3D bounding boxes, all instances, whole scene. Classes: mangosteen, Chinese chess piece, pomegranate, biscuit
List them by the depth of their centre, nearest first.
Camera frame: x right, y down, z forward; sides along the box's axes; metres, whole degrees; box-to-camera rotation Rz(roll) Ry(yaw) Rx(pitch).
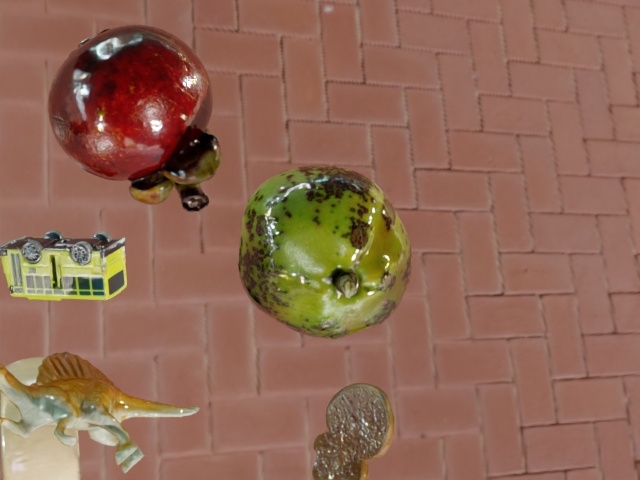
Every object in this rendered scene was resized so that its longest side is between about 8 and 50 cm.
[{"bbox_3d":[0.016,-0.005,1.057,0.276,0.204,0.222,-57,132,-53],"label":"pomegranate"},{"bbox_3d":[-0.223,-0.150,1.074,0.215,0.215,0.257,-39,95,-23],"label":"mangosteen"},{"bbox_3d":[0.047,0.294,1.237,0.026,0.124,0.175,19,102,-48],"label":"biscuit"},{"bbox_3d":[-0.524,0.388,1.559,0.140,0.338,0.338,-2,78,-18],"label":"Chinese chess piece"}]

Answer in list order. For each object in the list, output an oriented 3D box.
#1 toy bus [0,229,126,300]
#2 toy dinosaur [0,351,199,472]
[{"bbox_3d":[-0.590,0.062,1.908,0.262,0.128,0.150,1,104,11],"label":"toy bus"},{"bbox_3d":[-0.216,0.150,0.767,0.142,0.212,0.057,45,104,12],"label":"toy dinosaur"}]
